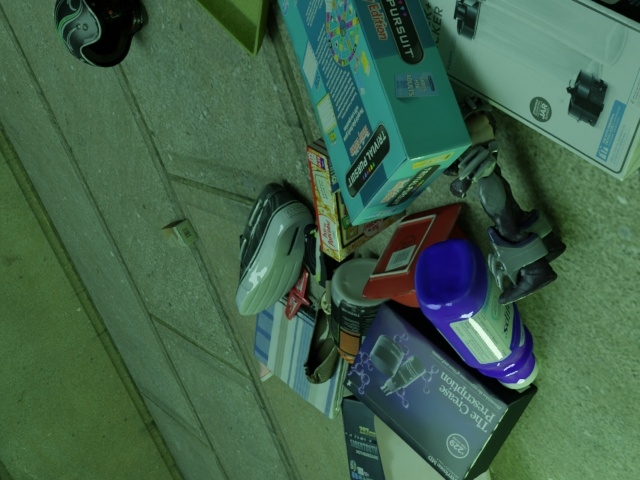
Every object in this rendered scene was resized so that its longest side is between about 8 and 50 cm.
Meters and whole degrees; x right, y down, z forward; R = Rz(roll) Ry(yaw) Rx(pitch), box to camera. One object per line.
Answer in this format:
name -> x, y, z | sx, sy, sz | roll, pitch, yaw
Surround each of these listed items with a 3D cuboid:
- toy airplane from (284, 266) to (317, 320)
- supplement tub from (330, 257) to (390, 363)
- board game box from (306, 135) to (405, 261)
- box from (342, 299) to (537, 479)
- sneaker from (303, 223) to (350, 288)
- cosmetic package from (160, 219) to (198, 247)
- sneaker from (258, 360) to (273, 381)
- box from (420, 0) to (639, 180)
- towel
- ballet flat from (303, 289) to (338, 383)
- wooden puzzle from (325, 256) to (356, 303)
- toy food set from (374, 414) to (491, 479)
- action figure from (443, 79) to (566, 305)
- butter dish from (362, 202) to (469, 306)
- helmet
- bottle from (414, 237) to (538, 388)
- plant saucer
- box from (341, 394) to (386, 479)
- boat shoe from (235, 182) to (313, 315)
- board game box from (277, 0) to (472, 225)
toy airplane -> -0.063, 0.096, 1.686 | 0.151, 0.028, 0.151 | 21, 123, 36
supplement tub -> 0.075, 0.130, 1.409 | 0.117, 0.117, 0.190 | 39, 149, 29
board game box -> 0.057, -0.084, 1.170 | 0.045, 0.147, 0.193 | 32, 144, 38
box -> 0.185, 0.236, 1.289 | 0.261, 0.103, 0.184 | 39, 122, 30
sneaker -> 0.000, 0.000, 1.424 | 0.097, 0.084, 0.234 | 44, 151, 25
cosmetic package -> -0.362, -0.017, 2.039 | 0.115, 0.041, 0.060 | -8, 113, 60
sneaker -> -0.133, 0.309, 2.019 | 0.070, 0.051, 0.134 | 54, 150, 7
box -> 0.231, -0.210, 0.815 | 0.290, 0.087, 0.169 | 40, 149, 29
towel -> -0.045, 0.238, 1.747 | 0.285, 0.034, 0.209 | 31, 124, 39
ballet flat -> 0.008, 0.194, 1.596 | 0.084, 0.058, 0.250 | 43, 133, 34
wooden puzzle -> 0.044, 0.083, 1.457 | 0.014, 0.078, 0.116 | 54, 164, 37
toy food set -> 0.228, 0.419, 1.417 | 0.220, 0.092, 0.306 | -9, 95, 41
action figure -> 0.197, -0.074, 0.957 | 0.099, 0.185, 0.285 | -25, 102, 18
butter dish -> 0.162, 0.041, 1.173 | 0.118, 0.160, 0.160 | 39, 157, -19
helmet -> -0.447, -0.435, 1.589 | 0.169, 0.169, 0.161 | 56, 137, 0
bottle -> 0.223, 0.114, 1.090 | 0.092, 0.118, 0.283 | -16, 138, 26
plant saucer -> -0.135, -0.412, 1.233 | 0.188, 0.045, 0.188 | 47, 152, 18
box -> 0.131, 0.417, 1.631 | 0.233, 0.059, 0.183 | -4, 92, 59
boat shoe -> -0.104, 0.018, 1.588 | 0.119, 0.121, 0.335 | 57, 140, 27
board game box -> 0.050, -0.215, 0.961 | 0.254, 0.079, 0.336 | 128, 125, -72
